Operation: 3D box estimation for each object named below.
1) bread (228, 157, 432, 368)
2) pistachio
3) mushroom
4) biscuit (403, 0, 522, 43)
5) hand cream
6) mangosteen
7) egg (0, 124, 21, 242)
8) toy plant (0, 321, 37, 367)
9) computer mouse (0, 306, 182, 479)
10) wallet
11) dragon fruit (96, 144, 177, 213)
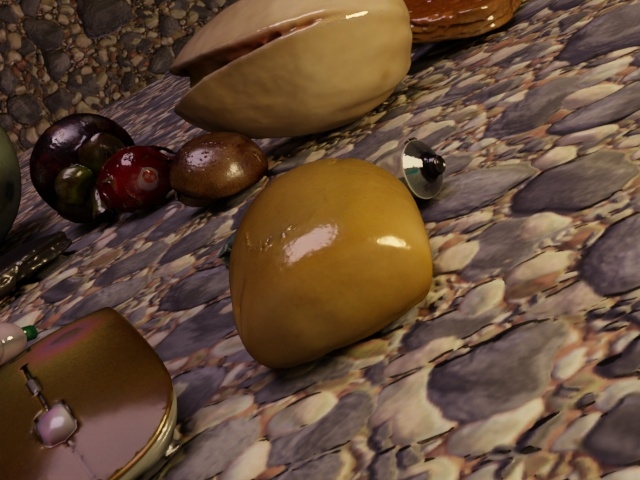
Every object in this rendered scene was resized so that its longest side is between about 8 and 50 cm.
[{"bbox_3d":[0.000,0.000,0.691,0.147,0.098,0.217,-25,19,3],"label":"bread"},{"bbox_3d":[-0.039,-0.221,1.187,0.318,0.193,0.214,-17,-7,16],"label":"pistachio"},{"bbox_3d":[-0.120,-0.083,1.167,0.127,0.087,0.127,-6,23,3],"label":"mushroom"},{"bbox_3d":[0.148,-0.316,1.339,0.262,0.052,0.277,-6,26,21],"label":"biscuit"},{"bbox_3d":[0.010,-0.029,0.857,0.248,0.052,0.075,-22,-5,41],"label":"hand cream"},{"bbox_3d":[-0.345,-0.111,1.463,0.184,0.172,0.172,0,34,50],"label":"mangosteen"},{"bbox_3d":[-0.683,-0.099,1.649,0.345,0.345,0.428,-36,23,-20],"label":"egg"},{"bbox_3d":[-0.383,0.125,0.907,0.243,0.112,0.232,-19,1,-35],"label":"toy plant"},{"bbox_3d":[-0.196,0.121,0.711,0.158,0.072,0.310,-37,19,-14],"label":"computer mouse"},{"bbox_3d":[-0.478,0.085,1.311,0.165,0.042,0.309,-14,22,47],"label":"wallet"},{"bbox_3d":[-0.222,-0.097,1.343,0.191,0.094,0.094,-18,18,1],"label":"dragon fruit"}]
